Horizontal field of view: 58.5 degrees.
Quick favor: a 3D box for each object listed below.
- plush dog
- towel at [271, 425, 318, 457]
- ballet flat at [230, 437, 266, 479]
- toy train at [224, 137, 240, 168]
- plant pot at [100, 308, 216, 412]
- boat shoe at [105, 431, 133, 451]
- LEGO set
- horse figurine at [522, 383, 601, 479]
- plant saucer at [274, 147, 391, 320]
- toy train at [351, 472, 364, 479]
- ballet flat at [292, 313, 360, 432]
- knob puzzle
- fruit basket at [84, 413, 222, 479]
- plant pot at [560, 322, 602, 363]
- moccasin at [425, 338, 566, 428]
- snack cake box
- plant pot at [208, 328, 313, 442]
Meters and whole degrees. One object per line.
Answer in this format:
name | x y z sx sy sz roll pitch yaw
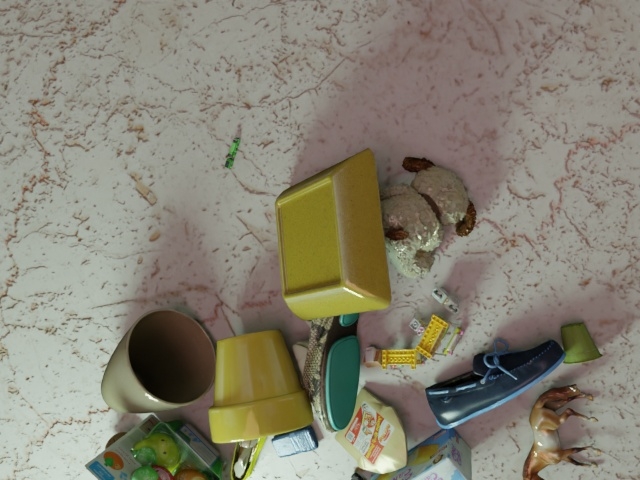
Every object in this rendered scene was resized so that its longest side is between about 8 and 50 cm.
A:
plush dog | 0.221 -0.071 1.267 0.225 0.210 0.262 -40 89 -8
towel | -0.067 0.538 1.525 0.120 0.029 0.067 -21 94 17
ballet flat | -0.196 0.554 1.539 0.077 0.077 0.230 18 104 13
toy train | -0.223 -0.219 1.434 0.017 0.024 0.083 23 106 11
plant pot | -0.458 0.353 1.509 0.274 0.256 0.256 -36 89 35
boat shoe | -0.486 0.695 1.642 0.342 0.123 0.123 41 137 -2
LEGO set | 0.240 0.248 1.369 0.287 0.107 0.132 -47 51 22
horse figurine | 0.547 0.444 1.317 0.175 0.066 0.263 -6 101 11
plant saucer | 0.000 0.000 1.246 0.333 0.081 0.332 -19 74 53
toy train | 0.138 0.669 1.488 0.027 0.036 0.158 -43 85 5
ballet flat | 0.018 0.211 1.394 0.182 0.164 0.482 11 98 36
knob puzzle | 0.145 0.494 1.434 0.213 0.030 0.213 -1 88 37
fruit basket | -0.391 0.609 1.464 0.327 0.353 0.165 43 92 6
plant pot | 0.571 0.226 1.268 0.083 0.083 0.079 -17 84 18
moccasin | 0.382 0.312 1.301 0.342 0.138 0.116 -37 77 20
snack cake box | 0.235 0.580 1.382 0.264 0.152 0.089 -40 88 18
plant pot | -0.160 0.352 1.415 0.254 0.254 0.238 -15 79 18
